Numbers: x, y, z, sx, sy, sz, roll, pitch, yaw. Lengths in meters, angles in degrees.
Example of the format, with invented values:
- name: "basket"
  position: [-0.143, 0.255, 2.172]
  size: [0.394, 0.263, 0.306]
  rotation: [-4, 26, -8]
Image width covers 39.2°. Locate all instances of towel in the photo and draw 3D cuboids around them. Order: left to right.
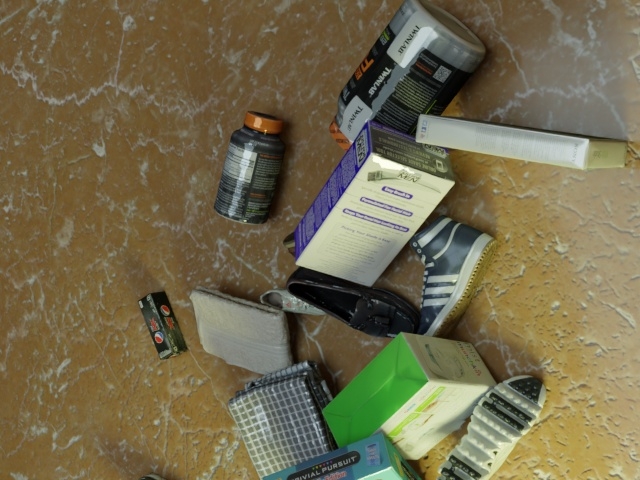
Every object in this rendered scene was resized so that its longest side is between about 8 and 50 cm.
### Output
- name: "towel"
  position: [-0.187, 0.217, 2.120]
  size: [0.282, 0.049, 0.187]
  rotation: [13, 125, 33]
- name: "towel"
  position: [-0.061, 0.433, 2.024]
  size: [0.235, 0.121, 0.284]
  rotation: [-22, 92, 34]

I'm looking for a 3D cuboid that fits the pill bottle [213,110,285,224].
- name: "pill bottle"
  position: [-0.155, -0.169, 2.059]
  size: [0.130, 0.130, 0.246]
  rotation: [25, 107, 30]

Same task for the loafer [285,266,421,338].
- name: "loafer"
  position: [0.064, 0.143, 1.921]
  size: [0.302, 0.095, 0.109]
  rotation: [24, 114, 16]

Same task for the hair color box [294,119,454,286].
- name: "hair color box"
  position: [0.099, -0.066, 1.807]
  size: [0.339, 0.185, 0.110]
  rotation: [-54, 28, 41]

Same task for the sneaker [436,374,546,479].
- name: "sneaker"
  position: [0.343, 0.390, 1.783]
  size: [0.110, 0.118, 0.292]
  rotation: [39, 94, 26]

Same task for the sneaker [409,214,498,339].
- name: "sneaker"
  position: [0.232, 0.084, 1.833]
  size: [0.153, 0.099, 0.282]
  rotation: [33, 106, 24]

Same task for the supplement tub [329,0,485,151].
- name: "supplement tub"
  position: [0.164, -0.308, 1.794]
  size: [0.193, 0.193, 0.316]
  rotation: [47, 116, 22]

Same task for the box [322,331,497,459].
- name: "box"
  position: [0.181, 0.321, 1.796]
  size: [0.262, 0.231, 0.127]
  rotation: [-49, 50, 27]

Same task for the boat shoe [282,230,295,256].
- name: "boat shoe"
  position: [0.000, 0.000, 2.015]
  size: [0.178, 0.064, 0.060]
  rotation: [-14, 116, 35]

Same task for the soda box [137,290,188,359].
- name: "soda box"
  position: [-0.404, 0.217, 2.299]
  size: [0.053, 0.060, 0.169]
  rotation: [-31, 76, 31]

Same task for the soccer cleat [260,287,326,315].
- name: "soccer cleat"
  position: [-0.046, 0.138, 2.040]
  size: [0.196, 0.076, 0.068]
  rotation: [-1, 93, 34]

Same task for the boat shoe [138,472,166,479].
- name: "boat shoe"
  position: [-0.375, 0.690, 2.295]
  size: [0.305, 0.091, 0.109]
  rotation: [15, 102, 32]

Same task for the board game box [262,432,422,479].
- name: "board game box"
  position: [0.070, 0.522, 1.799]
  size: [0.253, 0.336, 0.079]
  rotation: [-23, 49, 10]

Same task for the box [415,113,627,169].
- name: "box"
  position: [0.369, -0.181, 1.641]
  size: [0.322, 0.232, 0.058]
  rotation: [15, 103, 32]
